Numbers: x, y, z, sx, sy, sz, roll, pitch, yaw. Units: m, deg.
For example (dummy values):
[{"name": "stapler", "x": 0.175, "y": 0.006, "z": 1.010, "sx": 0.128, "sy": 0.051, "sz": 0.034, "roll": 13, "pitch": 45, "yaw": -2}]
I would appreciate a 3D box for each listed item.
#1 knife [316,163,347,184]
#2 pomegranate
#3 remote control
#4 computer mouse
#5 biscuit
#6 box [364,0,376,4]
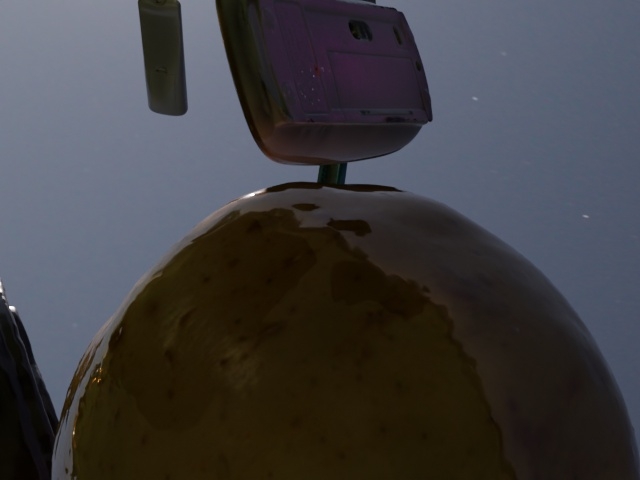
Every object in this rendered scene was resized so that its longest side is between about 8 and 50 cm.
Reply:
[{"name": "knife", "x": -0.002, "y": -0.001, "z": 1.067, "sx": 0.044, "sy": 0.026, "sz": 0.296, "roll": -20, "pitch": -128, "yaw": 44}, {"name": "pomegranate", "x": -0.006, "y": 0.164, "z": 0.740, "sx": 0.410, "sy": 0.410, "sz": 0.410, "roll": -3, "pitch": -96, "yaw": 33}, {"name": "remote control", "x": -0.185, "y": -0.211, "z": 1.364, "sx": 0.050, "sy": 0.184, "sz": 0.027, "roll": 8, "pitch": -127, "yaw": 3}, {"name": "computer mouse", "x": 0.002, "y": -0.149, "z": 1.025, "sx": 0.072, "sy": 0.310, "sz": 0.158, "roll": -17, "pitch": -93, "yaw": 31}, {"name": "biscuit", "x": -0.330, "y": 0.227, "z": 1.292, "sx": 0.091, "sy": 0.407, "sz": 0.407, "roll": -17, "pitch": -108, "yaw": -14}, {"name": "box", "x": -0.018, "y": -0.425, "z": 1.397, "sx": 0.180, "sy": 0.047, "sz": 0.324, "roll": 4, "pitch": -80, "yaw": 38}]
